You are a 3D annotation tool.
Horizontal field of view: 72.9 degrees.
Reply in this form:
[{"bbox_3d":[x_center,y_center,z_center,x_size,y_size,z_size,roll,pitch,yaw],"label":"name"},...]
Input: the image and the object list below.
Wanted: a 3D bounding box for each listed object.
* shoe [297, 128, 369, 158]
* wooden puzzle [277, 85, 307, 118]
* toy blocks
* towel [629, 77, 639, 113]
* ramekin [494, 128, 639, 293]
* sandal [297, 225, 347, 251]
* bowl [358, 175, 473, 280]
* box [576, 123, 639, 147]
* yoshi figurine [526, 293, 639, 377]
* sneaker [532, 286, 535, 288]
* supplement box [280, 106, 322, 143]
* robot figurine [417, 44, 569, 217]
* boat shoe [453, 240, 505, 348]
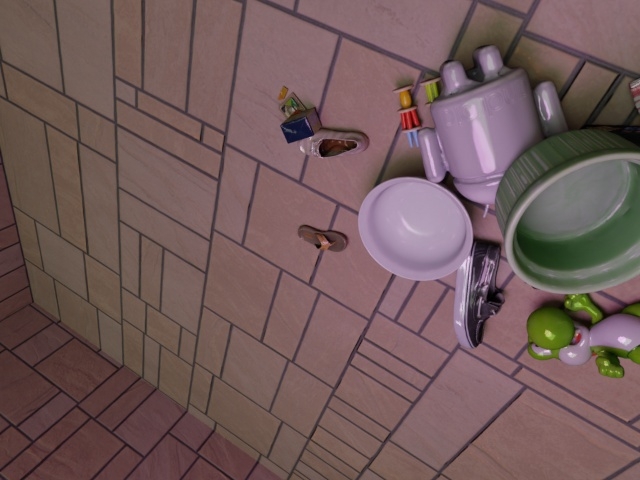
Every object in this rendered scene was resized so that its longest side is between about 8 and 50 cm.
[{"bbox_3d":[0.024,-0.269,1.204,0.219,0.058,0.076,4,119,29],"label":"shoe"},{"bbox_3d":[-0.081,-0.373,1.233,0.116,0.014,0.078,45,131,-1],"label":"wooden puzzle"},{"bbox_3d":[0.249,-0.306,1.050,0.123,0.054,0.148,-4,115,33],"label":"toy blocks"},{"bbox_3d":[0.708,-0.251,0.830,0.144,0.029,0.197,-24,107,39],"label":"towel"},{"bbox_3d":[0.484,-0.058,0.815,0.304,0.148,0.303,1,127,2],"label":"ramekin"},{"bbox_3d":[0.000,0.000,1.388,0.180,0.049,0.072,16,125,22],"label":"sandal"},{"bbox_3d":[0.260,-0.052,1.146,0.298,0.134,0.297,15,125,23],"label":"bowl"},{"bbox_3d":[0.668,-0.079,0.881,0.296,0.073,0.293,16,124,40],"label":"box"},{"bbox_3d":[0.667,0.219,1.047,0.362,0.204,0.202,-22,89,40],"label":"yoshi figurine"},{"bbox_3d":[0.526,0.022,1.038,0.087,0.130,0.227,-4,114,30],"label":"sneaker"},{"bbox_3d":[-0.052,-0.317,1.194,0.083,0.083,0.056,-10,119,27],"label":"supplement box"},{"bbox_3d":[0.362,-0.227,0.934,0.300,0.199,0.353,-18,108,20],"label":"robot figurine"},{"bbox_3d":[0.436,0.162,1.179,0.119,0.121,0.334,7,119,32],"label":"boat shoe"}]
